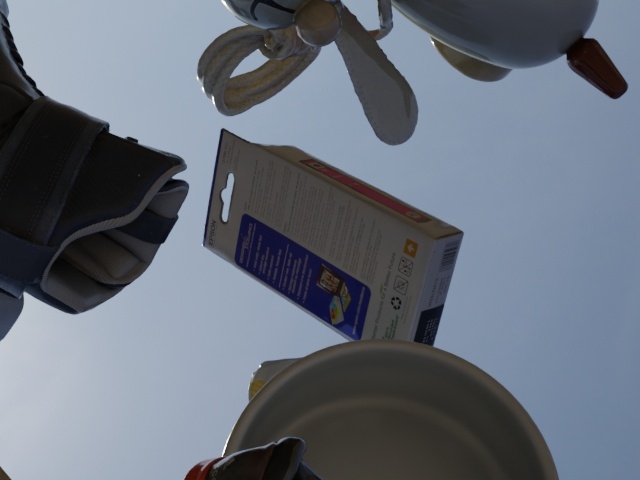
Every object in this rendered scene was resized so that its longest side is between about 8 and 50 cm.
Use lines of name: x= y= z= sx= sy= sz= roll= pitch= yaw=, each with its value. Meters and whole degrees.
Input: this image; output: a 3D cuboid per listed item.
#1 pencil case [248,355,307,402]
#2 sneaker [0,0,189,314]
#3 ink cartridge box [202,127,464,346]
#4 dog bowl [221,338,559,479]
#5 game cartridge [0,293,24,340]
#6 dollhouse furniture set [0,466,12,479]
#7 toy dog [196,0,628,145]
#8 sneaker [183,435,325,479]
pencil case: x=0.028 y=0.203 z=1.444 sx=0.273 sy=0.124 sz=0.113 roll=-21 pitch=-162 yaw=33
sneaker: x=-0.141 y=-0.054 z=0.486 sx=0.163 sy=0.086 sz=0.226 roll=22 pitch=-151 yaw=-11
ink cartridge box: x=0.000 y=0.000 z=1.272 sx=0.371 sy=0.175 sz=0.069 roll=29 pitch=-152 yaw=35
dog bowl: x=0.051 y=0.218 z=0.815 sx=0.265 sy=0.104 sz=0.264 roll=1 pitch=-122 yaw=-2
game cartridge: x=-0.406 y=0.127 z=0.905 sx=0.297 sy=0.198 sz=0.062 roll=-43 pitch=-113 yaw=15
dollhouse furniture set: x=-0.386 y=0.359 z=1.087 sx=0.303 sy=0.355 sz=0.174 roll=45 pitch=-140 yaw=11
toy dog: x=0.094 y=-0.145 z=0.683 sx=0.334 sy=0.220 sz=0.161 roll=-24 pitch=-112 yaw=-23
sneaker: x=0.017 y=0.135 z=0.372 sx=0.065 sy=0.158 sz=0.061 roll=-34 pitch=-165 yaw=29
